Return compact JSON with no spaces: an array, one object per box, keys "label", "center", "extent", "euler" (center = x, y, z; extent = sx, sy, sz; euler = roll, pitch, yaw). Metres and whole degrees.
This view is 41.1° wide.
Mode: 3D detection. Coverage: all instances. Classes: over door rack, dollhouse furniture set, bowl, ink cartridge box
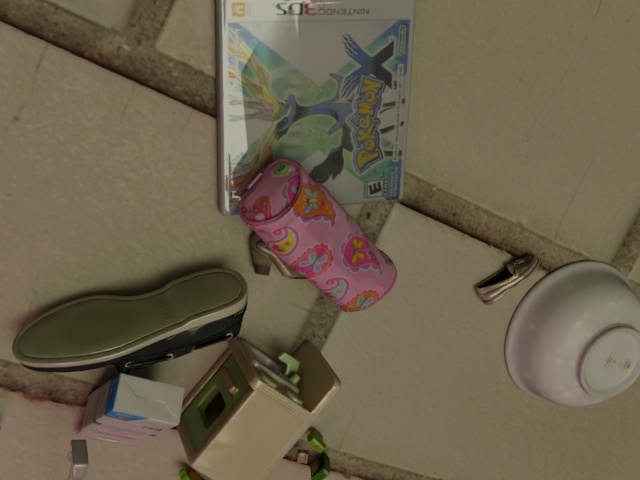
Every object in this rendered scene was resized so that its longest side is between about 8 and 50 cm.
[{"label":"over door rack","center":[-0.487,0.387,1.258],"extent":[0.240,0.108,0.324],"euler":[6,129,-24]},{"label":"dollhouse furniture set","center":[-0.043,0.350,1.486],"extent":[0.076,0.058,0.151],"euler":[-42,101,7]},{"label":"bowl","center":[0.502,0.198,1.580],"extent":[0.298,0.134,0.297],"euler":[-8,113,-18]},{"label":"ink cartridge box","center":[-0.293,0.260,1.296],"extent":[0.104,0.180,0.060],"euler":[19,59,-27]}]

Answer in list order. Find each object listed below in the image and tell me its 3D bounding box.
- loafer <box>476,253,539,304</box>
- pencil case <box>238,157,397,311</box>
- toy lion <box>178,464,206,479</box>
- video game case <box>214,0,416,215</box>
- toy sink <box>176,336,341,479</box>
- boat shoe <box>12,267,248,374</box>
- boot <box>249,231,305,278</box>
[{"label":"loafer","center":[0.331,0.063,1.509],"extent":[0.125,0.045,0.039],"euler":[-40,113,0]},{"label":"pencil case","center":[0.000,0.000,1.278],"extent":[0.124,0.124,0.284],"euler":[-47,133,1]},{"label":"toy lion","center":[-0.197,0.417,1.422],"extent":[0.034,0.096,0.100],"euler":[-41,160,-2]},{"label":"video game case","center":[-0.006,-0.206,1.268],"extent":[0.300,0.036,0.328],"euler":[-6,113,-19]},{"label":"toy sink","center":[-0.106,0.251,1.347],"extent":[0.131,0.153,0.234],"euler":[39,94,-29]},{"label":"boat shoe","center":[-0.269,0.140,1.258],"extent":[0.340,0.127,0.113],"euler":[-19,137,-19]},{"label":"boot","center":[-0.054,0.013,1.336],"extent":[0.119,0.042,0.087],"euler":[3,107,-23]}]
